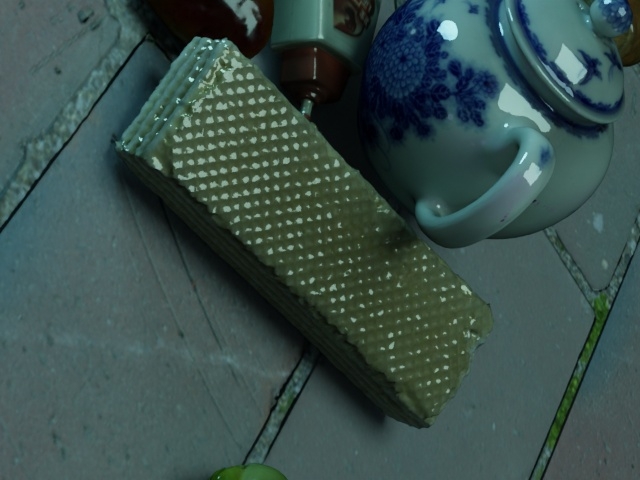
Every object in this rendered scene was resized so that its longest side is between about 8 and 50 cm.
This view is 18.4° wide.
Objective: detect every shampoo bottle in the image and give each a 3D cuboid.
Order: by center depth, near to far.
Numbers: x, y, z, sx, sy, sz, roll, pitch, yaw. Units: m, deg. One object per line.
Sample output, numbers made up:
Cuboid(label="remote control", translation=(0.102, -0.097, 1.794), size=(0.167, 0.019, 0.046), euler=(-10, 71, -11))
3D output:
Cuboid(label="shampoo bottle", translation=(-0.001, -0.210, 1.848), size=(0.153, 0.071, 0.284), euler=(44, 46, -51))

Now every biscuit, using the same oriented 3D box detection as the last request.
Cuboid(label="biscuit", translation=(0.000, 0.000, 1.754), size=(0.426, 0.078, 0.144), euler=(46, 69, -34))

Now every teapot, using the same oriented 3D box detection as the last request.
Cuboid(label="teapot", translation=(0.179, -0.140, 1.827), size=(0.252, 0.280, 0.424), euler=(42, 35, -17))

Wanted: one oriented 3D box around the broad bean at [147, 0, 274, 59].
Cuboid(label="broad bean", translation=(-0.106, -0.231, 1.720), size=(0.165, 0.084, 0.114), euler=(52, 46, -19))

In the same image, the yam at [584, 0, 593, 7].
Cuboid(label="yam", translation=(0.207, -0.186, 2.087), size=(0.106, 0.106, 0.259), euler=(60, 40, -20))

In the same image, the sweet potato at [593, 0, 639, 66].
Cuboid(label="sweet potato", translation=(0.365, -0.254, 2.316), size=(0.252, 0.097, 0.097), euler=(-15, 91, -51))

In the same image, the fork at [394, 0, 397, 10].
Cuboid(label="fork", translation=(0.070, -0.214, 1.919), size=(0.235, 0.021, 0.039), euler=(76, 19, -56))

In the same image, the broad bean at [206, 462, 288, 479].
Cuboid(label="broad bean", translation=(-0.050, 0.265, 1.637), size=(0.124, 0.082, 0.174), euler=(-37, 107, -52))
